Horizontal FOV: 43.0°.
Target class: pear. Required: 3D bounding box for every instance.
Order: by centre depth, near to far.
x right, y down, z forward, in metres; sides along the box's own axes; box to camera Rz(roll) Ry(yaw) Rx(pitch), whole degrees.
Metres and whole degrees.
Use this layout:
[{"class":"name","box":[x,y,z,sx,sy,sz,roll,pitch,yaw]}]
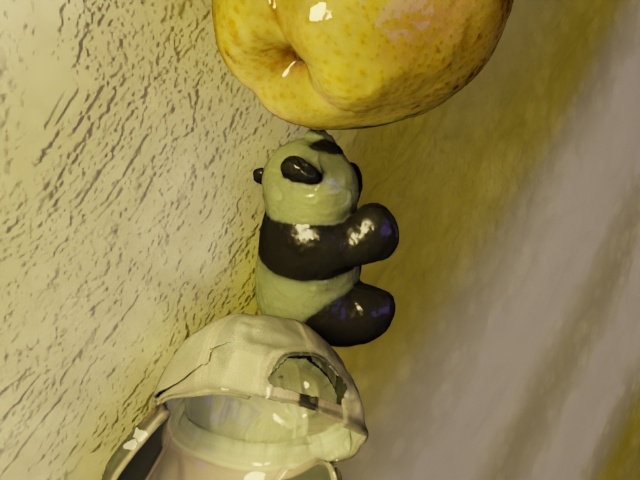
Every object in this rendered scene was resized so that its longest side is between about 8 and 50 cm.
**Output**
[{"class":"pear","box":[0.033,-0.221,0.725,0.271,0.271,0.271,-18,115,-45]}]

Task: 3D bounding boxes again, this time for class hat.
[{"class":"hat","box":[-0.083,0.196,0.803,0.232,0.161,0.275,25,106,-16]}]

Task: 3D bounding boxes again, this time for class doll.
[{"class":"doll","box":[0.000,0.002,0.843,0.135,0.143,0.234,-6,119,-18]}]
